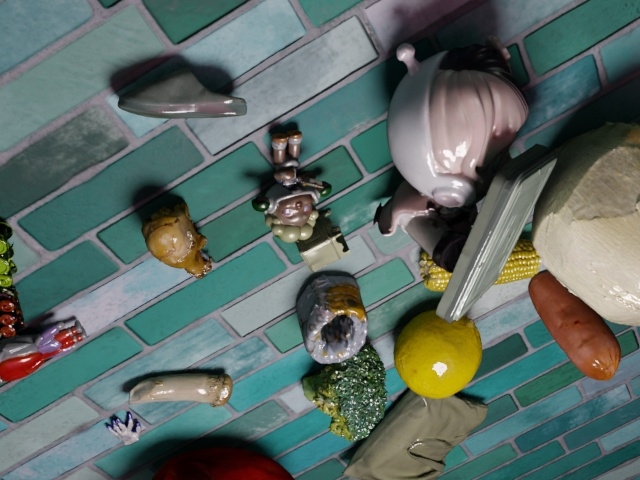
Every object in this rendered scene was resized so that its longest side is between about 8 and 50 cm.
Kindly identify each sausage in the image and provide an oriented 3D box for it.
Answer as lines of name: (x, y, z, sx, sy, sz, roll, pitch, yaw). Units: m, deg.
sausage: (0.528, 0.178, 1.639, 0.113, 0.259, 0.114, -11, 132, -13)

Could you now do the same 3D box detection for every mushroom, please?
mushroom: (-0.286, 0.308, 1.624, 0.209, 0.071, 0.084, 1, 160, -14)

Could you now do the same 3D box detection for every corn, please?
corn: (0.317, 0.047, 1.574, 0.244, 0.093, 0.093, -7, 130, -13)

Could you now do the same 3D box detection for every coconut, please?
coconut: (0.547, -0.040, 1.414, 0.346, 0.360, 0.346, -44, 165, -15)

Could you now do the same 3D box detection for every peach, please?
peach: (-0.219, 0.625, 1.720, 0.387, 0.388, 0.389, -9, 130, -10)

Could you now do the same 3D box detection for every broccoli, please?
broccoli: (0.045, 0.314, 1.682, 0.194, 0.220, 0.194, -5, 171, -1)

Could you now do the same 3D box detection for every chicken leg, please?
chicken leg: (-0.243, 0.004, 1.377, 0.085, 0.101, 0.207, -21, 152, 5)

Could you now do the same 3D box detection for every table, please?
table: (0.000, 0.000, 1.446, 0.083, 0.079, 0.062, -26, 133, 3)

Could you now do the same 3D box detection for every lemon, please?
lemon: (0.247, 0.232, 1.652, 0.178, 0.178, 0.203, 25, 119, -32)

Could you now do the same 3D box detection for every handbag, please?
handbag: (0.233, 0.479, 1.897, 0.253, 0.109, 0.316, 20, 115, -34)

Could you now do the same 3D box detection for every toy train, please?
toy train: (-0.556, 0.072, 1.354, 0.085, 0.053, 0.250, 3, 129, -9)

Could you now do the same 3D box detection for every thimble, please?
thimble: (0.022, 0.151, 1.553, 0.127, 0.118, 0.151, 5, 128, -20)

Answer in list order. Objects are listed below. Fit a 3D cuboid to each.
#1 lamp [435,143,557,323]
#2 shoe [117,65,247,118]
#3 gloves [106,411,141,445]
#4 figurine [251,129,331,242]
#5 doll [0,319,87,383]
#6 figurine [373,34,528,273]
lamp: (0.286, -0.016, 1.283, 0.269, 0.047, 0.267, -28, 143, -58)
shoe: (-0.208, -0.226, 1.212, 0.195, 0.079, 0.078, 3, 93, -10)
gloves: (-0.412, 0.399, 1.686, 0.064, 0.026, 0.086, -26, 127, 3)
figurine: (-0.049, -0.086, 1.350, 0.147, 0.093, 0.197, -14, 132, -21)
doll: (-0.543, 0.209, 1.452, 0.227, 0.075, 0.102, -23, 148, -10)
figurine: (0.205, -0.136, 1.295, 0.210, 0.253, 0.361, 6, 136, -1)
